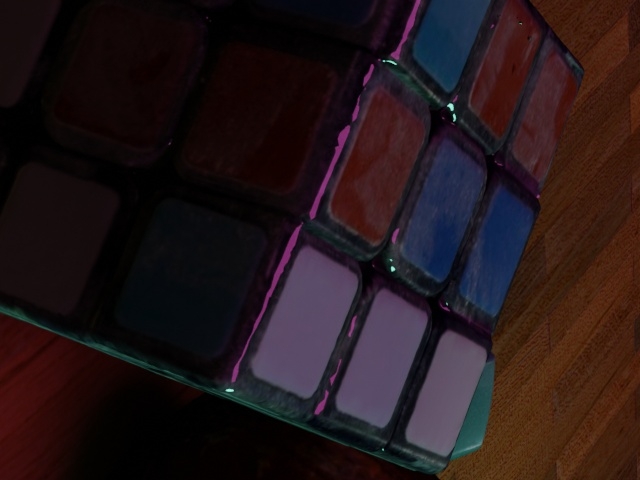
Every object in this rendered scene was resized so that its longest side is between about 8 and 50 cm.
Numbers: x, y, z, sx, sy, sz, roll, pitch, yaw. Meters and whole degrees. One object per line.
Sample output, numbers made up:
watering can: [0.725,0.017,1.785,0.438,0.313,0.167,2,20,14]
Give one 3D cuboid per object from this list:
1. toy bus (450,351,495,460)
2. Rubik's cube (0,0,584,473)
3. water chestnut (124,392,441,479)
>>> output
toy bus: [0.064,0.168,1.799,0.256,0.147,0.128,-10,110,-58]
Rubik's cube: [-0.055,-0.061,1.289,0.359,0.363,0.362,-66,153,-6]
water chestnut: [-0.005,0.249,1.536,0.302,0.350,0.350,-56,145,-24]
